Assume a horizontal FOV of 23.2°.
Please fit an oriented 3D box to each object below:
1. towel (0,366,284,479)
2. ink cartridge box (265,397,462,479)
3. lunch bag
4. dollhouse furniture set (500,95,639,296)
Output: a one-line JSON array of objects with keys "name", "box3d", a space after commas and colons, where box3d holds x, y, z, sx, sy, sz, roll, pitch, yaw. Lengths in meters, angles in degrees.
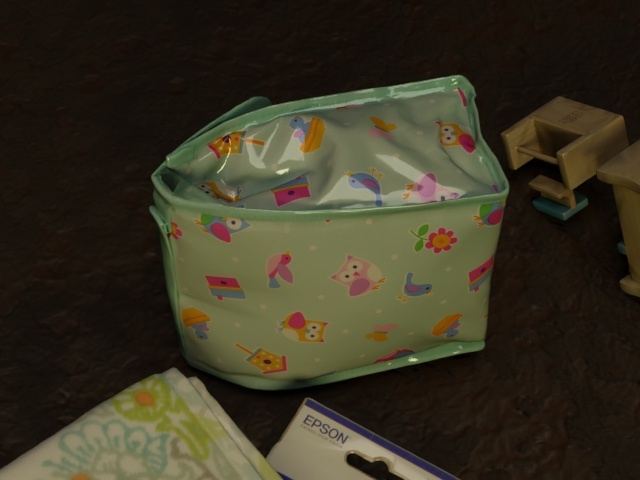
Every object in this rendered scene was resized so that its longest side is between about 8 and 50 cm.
[{"name": "towel", "box3d": [-0.143, 0.292, 1.044, 0.374, 0.090, 0.320, -32, 63, -23]}, {"name": "ink cartridge box", "box3d": [-0.026, 0.288, 1.141, 0.165, 0.065, 0.332, 28, 60, 15]}, {"name": "lunch bag", "box3d": [0.000, 0.000, 1.241, 0.262, 0.223, 0.160, -9, 51, -7]}, {"name": "dollhouse furniture set", "box3d": [0.278, -0.048, 1.371, 0.129, 0.129, 0.184, -33, 34, -23]}]
